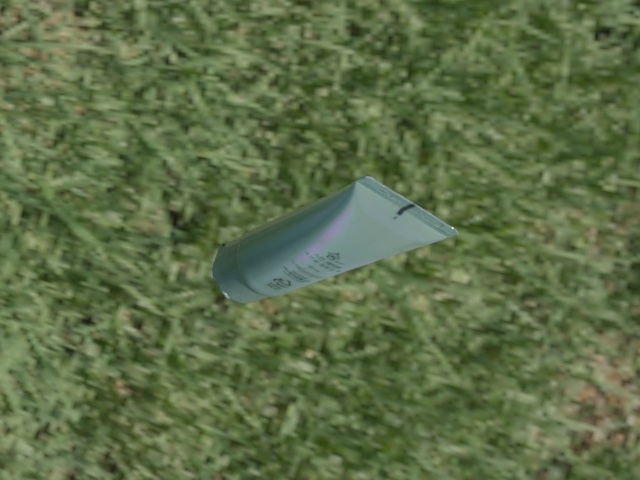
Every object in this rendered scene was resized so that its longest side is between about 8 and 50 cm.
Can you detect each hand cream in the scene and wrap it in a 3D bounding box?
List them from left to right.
[{"bbox_3d":[0.000,0.000,1.186,0.078,0.205,0.050,32,60,-25],"label":"hand cream"}]
